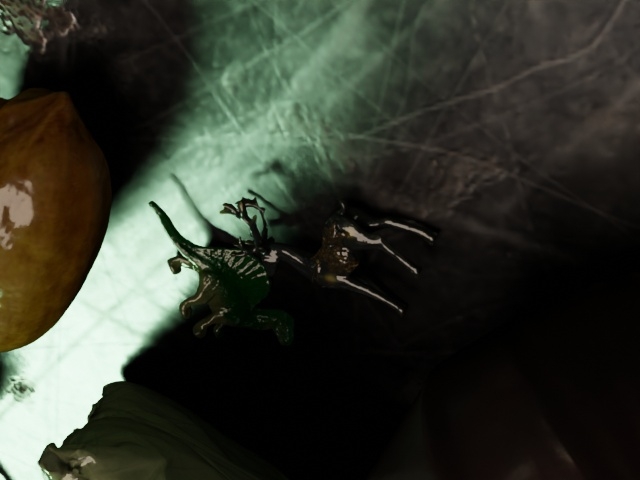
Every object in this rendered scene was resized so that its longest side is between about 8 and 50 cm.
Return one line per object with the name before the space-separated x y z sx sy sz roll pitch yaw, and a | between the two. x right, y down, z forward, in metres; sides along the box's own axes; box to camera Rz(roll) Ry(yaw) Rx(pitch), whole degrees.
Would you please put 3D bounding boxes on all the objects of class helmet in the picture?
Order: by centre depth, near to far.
helmet | 0.116 0.165 1.009 0.225 0.177 0.305 56 154 23

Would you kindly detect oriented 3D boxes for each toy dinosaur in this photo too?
toy dinosaur | -0.063 0.019 1.167 0.060 0.029 0.119 -24 106 22

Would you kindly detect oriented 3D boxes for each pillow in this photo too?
pillow | -0.031 0.181 1.138 0.274 0.281 0.076 39 93 -1

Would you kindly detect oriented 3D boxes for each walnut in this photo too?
walnut | -0.183 -0.014 1.143 0.116 0.116 0.207 31 132 3

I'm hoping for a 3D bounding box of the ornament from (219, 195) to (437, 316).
ornament | 0.000 0.000 1.111 0.125 0.028 0.073 24 133 8
